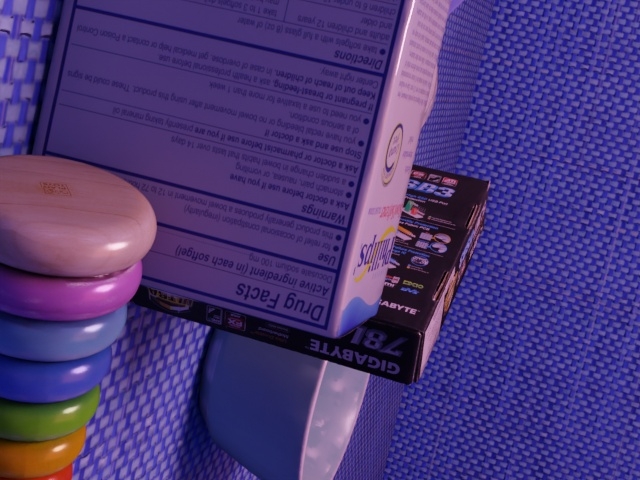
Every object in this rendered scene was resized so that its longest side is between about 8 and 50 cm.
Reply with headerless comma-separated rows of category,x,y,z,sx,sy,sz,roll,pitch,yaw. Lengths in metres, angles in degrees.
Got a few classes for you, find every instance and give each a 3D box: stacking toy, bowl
stacking toy,-0.217,0.112,0.861,0.141,0.141,0.330,-45,154,-65
bowl,-0.045,0.166,1.507,0.311,0.163,0.312,14,90,-77

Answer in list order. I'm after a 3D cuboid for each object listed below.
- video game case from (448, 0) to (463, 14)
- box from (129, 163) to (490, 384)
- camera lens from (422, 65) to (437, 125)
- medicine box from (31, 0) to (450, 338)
video game case,0.121,-0.326,1.392,0.269,0.061,0.244,-42,-156,26
box,0.000,0.000,1.227,0.293,0.295,0.073,-57,158,-55
camera lens,0.000,-0.203,1.169,0.274,0.219,0.220,68,39,-69
medicine box,-0.062,-0.100,0.928,0.149,0.263,0.289,-13,117,-75
